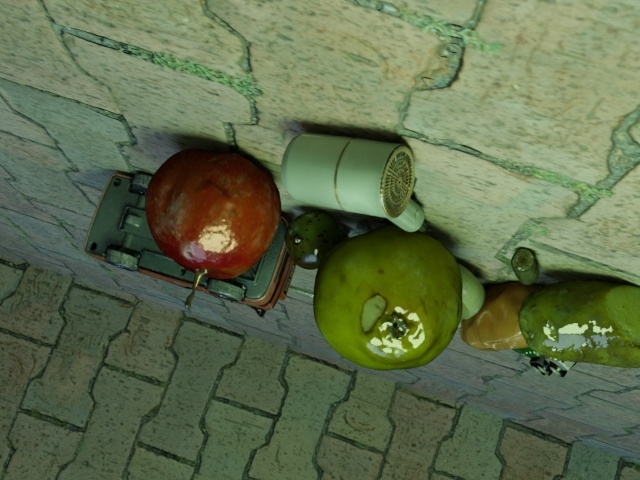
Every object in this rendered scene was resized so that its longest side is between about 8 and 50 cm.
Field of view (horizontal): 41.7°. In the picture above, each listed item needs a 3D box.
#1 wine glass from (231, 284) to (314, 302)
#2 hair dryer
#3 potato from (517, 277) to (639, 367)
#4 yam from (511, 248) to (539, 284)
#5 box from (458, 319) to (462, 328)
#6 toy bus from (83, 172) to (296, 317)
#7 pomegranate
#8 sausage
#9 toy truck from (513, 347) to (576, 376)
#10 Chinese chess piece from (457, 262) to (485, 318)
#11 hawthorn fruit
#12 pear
[{"bbox_3d":[-0.086,0.109,2.034,0.232,0.156,0.156,18,166,-14],"label":"wine glass"},{"bbox_3d":[0.093,-0.061,1.305,0.173,0.107,0.357,13,171,30],"label":"hair dryer"},{"bbox_3d":[0.492,0.143,1.448,0.298,0.141,0.176,4,161,7],"label":"potato"},{"bbox_3d":[0.354,0.046,1.451,0.043,0.043,0.094,11,165,27],"label":"yam"},{"bbox_3d":[0.263,0.177,1.813,0.285,0.044,0.142,-5,172,-22],"label":"box"},{"bbox_3d":[-0.259,0.012,1.770,0.427,0.203,0.233,15,169,17],"label":"toy bus"},{"bbox_3d":[0.000,0.000,1.606,0.114,0.114,0.142,4,-178,44],"label":"pomegranate"},{"bbox_3d":[0.367,0.151,1.649,0.120,0.136,0.241,30,158,-14],"label":"sausage"},{"bbox_3d":[0.466,0.207,1.747,0.125,0.101,0.242,42,172,3],"label":"toy truck"},{"bbox_3d":[0.251,0.090,1.630,0.144,0.058,0.144,35,161,14],"label":"Chinese chess piece"},{"bbox_3d":[-0.189,-0.016,1.441,0.242,0.271,0.242,8,162,3],"label":"hawthorn fruit"},{"bbox_3d":[0.118,0.096,1.470,0.269,0.269,0.321,23,-170,-17],"label":"pear"}]
